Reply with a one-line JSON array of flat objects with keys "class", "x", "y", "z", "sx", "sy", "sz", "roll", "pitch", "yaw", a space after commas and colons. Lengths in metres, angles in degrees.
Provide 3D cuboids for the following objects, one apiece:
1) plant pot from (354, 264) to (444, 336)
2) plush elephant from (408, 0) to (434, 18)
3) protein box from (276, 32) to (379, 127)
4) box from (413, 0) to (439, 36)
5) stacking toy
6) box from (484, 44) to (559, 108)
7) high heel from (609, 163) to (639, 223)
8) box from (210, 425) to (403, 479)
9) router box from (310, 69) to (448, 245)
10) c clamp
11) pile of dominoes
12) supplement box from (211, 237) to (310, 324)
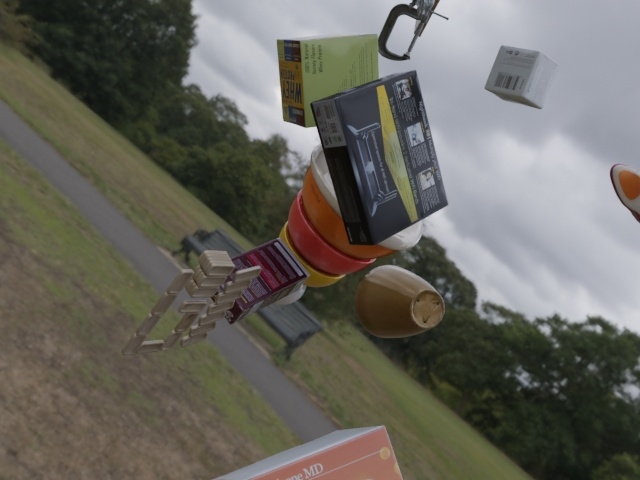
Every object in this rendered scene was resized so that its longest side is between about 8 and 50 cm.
[{"class": "plant pot", "x": 0.267, "y": 0.200, "z": 2.307, "sx": 0.237, "sy": 0.237, "sz": 0.254, "roll": 40, "pitch": -14, "yaw": -19}, {"class": "plush elephant", "x": 0.234, "y": -0.680, "z": 1.613, "sx": 0.255, "sy": 0.330, "sz": 0.272, "roll": 19, "pitch": 19, "yaw": -48}, {"class": "protein box", "x": 0.020, "y": -0.384, "z": 1.775, "sx": 0.136, "sy": 0.201, "sz": 0.199, "roll": 30, "pitch": -52, "yaw": 59}, {"class": "box", "x": 0.293, "y": -0.644, "z": 1.899, "sx": 0.021, "sy": 0.164, "sz": 0.201, "roll": 19, "pitch": -36, "yaw": -8}, {"class": "stacking toy", "x": 0.000, "y": 0.000, "z": 1.973, "sx": 0.351, "sy": 0.480, "sz": 0.350, "roll": 30, "pitch": 34, "yaw": -23}, {"class": "box", "x": 0.417, "y": -0.339, "z": 1.550, "sx": 0.087, "sy": 0.101, "sz": 0.101, "roll": 16, "pitch": 7, "yaw": -45}, {"class": "high heel", "x": 0.764, "y": -0.115, "z": 1.832, "sx": 0.244, "sy": 0.082, "sz": 0.117, "roll": 34, "pitch": 10, "yaw": -22}, {"class": "box", "x": 0.018, "y": 0.448, "z": 0.989, "sx": 0.168, "sy": 0.215, "sz": 0.345, "roll": -36, "pitch": -109, "yaw": 62}, {"class": "router box", "x": 0.129, "y": -0.174, "z": 1.554, "sx": 0.081, "sy": 0.243, "sz": 0.308, "roll": 2, "pitch": -68, "yaw": 51}, {"class": "c clamp", "x": 0.221, "y": -0.516, "z": 1.864, "sx": 0.137, "sy": 0.160, "sz": 0.022, "roll": 28, "pitch": 19, "yaw": -9}, {"class": "pile of dominoes", "x": -0.248, "y": 0.119, "z": 1.421, "sx": 0.196, "sy": 0.251, "sz": 0.040, "roll": 4, "pitch": 44, "yaw": -51}, {"class": "supplement box", "x": -0.153, "y": 0.093, "z": 1.788, "sx": 0.239, "sy": 0.073, "sz": 0.130, "roll": -24, "pitch": 70, "yaw": -46}]
